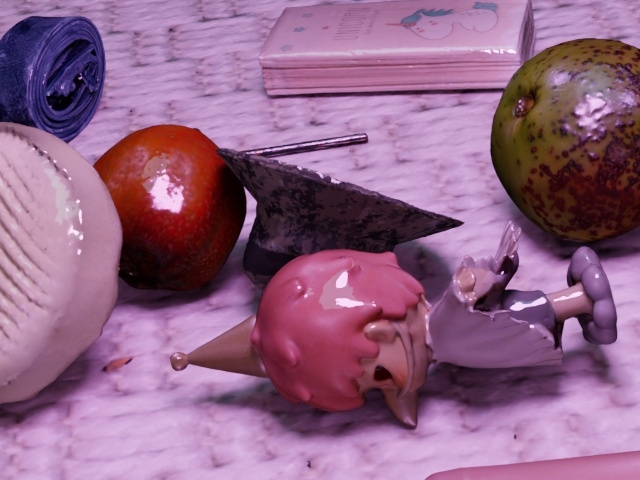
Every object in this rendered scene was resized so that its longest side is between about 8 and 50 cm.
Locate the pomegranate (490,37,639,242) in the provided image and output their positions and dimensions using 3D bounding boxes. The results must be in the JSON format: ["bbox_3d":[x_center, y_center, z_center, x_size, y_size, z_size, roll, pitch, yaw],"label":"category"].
[{"bbox_3d":[0.295,-0.086,1.574,0.248,0.214,0.214,24,24,-20],"label":"pomegranate"}]

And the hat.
[{"bbox_3d":[0.000,0.000,1.501,0.266,0.128,0.265,19,3,-1],"label":"hat"}]

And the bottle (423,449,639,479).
[{"bbox_3d":[0.220,0.224,1.071,0.297,0.173,0.206,-8,-3,0],"label":"bottle"}]

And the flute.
[{"bbox_3d":[-0.078,-0.101,1.822,0.270,0.014,0.014,-9,31,-1],"label":"flute"}]

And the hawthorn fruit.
[{"bbox_3d":[-0.157,-0.043,1.579,0.169,0.169,0.188,4,62,18],"label":"hawthorn fruit"}]

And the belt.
[{"bbox_3d":[-0.332,-0.196,1.915,0.082,0.141,0.190,4,34,22],"label":"belt"}]

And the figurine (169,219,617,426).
[{"bbox_3d":[0.059,0.082,1.364,0.387,0.166,0.207,-11,-3,-1],"label":"figurine"}]

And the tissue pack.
[{"bbox_3d":[0.099,-0.245,1.967,0.326,0.071,0.170,-1,33,13],"label":"tissue pack"}]

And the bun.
[{"bbox_3d":[-0.297,0.026,1.483,0.287,0.287,0.146,18,-2,36],"label":"bun"}]
